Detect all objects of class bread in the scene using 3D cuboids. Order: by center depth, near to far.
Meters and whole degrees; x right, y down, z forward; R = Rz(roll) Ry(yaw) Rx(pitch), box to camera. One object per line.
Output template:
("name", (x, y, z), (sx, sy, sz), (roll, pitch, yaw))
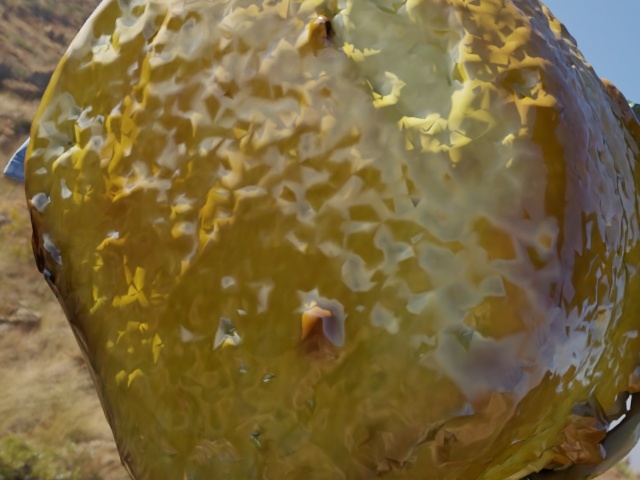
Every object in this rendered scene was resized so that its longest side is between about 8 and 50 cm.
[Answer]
("bread", (0.002, 0.002, 0.468), (0.358, 0.337, 0.204), (58, 22, 20))

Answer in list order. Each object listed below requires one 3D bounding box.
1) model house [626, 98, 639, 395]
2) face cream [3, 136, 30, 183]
("model house", (0.543, 0.018, 1.016), (0.334, 0.382, 0.342), (-3, 5, -36))
("face cream", (-0.191, -0.180, 0.885), (0.135, 0.385, 0.086), (22, -40, -13))
